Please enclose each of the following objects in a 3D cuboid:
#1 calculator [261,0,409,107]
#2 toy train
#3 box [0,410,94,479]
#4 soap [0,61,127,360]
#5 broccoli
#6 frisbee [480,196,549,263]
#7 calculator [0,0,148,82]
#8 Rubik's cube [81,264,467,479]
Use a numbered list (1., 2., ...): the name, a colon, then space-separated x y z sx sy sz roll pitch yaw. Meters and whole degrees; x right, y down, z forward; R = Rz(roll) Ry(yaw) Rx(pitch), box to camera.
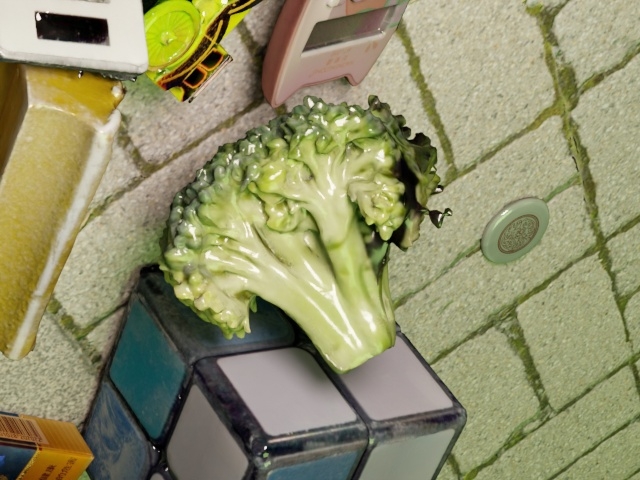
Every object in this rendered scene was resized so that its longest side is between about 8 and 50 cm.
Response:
1. calculator: 0.051 -0.290 1.872 0.220 0.048 0.330 -19 146 -50
2. toy train: -0.099 -0.277 1.765 0.296 0.100 0.160 -46 150 8
3. box: -0.403 0.275 2.104 0.237 0.070 0.152 18 116 -47
4. soap: -0.280 -0.072 1.674 0.143 0.259 0.281 15 122 -23
5. broccoli: -0.003 0.001 1.932 0.347 0.281 0.293 -25 176 -40
6. frisbee: 0.264 -0.013 2.409 0.110 0.014 0.110 -22 140 -20
7. calculator: -0.229 -0.270 1.563 0.161 0.262 0.021 1 166 -40
8. Rubik's cube: -0.069 0.233 2.137 0.316 0.318 0.313 -5 133 -36
